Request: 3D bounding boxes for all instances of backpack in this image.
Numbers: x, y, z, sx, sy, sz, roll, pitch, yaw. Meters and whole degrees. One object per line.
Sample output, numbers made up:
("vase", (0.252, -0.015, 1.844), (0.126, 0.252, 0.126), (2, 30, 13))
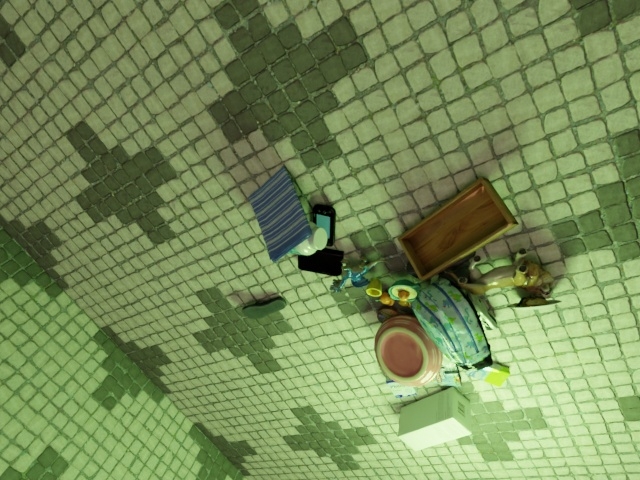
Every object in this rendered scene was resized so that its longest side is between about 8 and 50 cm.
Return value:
("backpack", (0.523, 0.322, 1.671), (0.273, 0.290, 0.356), (-17, 120, -4))

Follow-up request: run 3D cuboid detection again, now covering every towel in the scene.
("towel", (-0.175, -0.106, 1.711), (0.243, 0.040, 0.336), (-35, 67, 31))

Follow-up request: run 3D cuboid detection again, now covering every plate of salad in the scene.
("plate of salad", (0.854, 0.245, 1.658), (0.199, 0.200, 0.048), (-12, 83, 24))

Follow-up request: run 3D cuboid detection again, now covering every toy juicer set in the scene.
("toy juicer set", (0.383, 0.243, 1.816), (0.329, 0.089, 0.209), (-9, 138, 31))

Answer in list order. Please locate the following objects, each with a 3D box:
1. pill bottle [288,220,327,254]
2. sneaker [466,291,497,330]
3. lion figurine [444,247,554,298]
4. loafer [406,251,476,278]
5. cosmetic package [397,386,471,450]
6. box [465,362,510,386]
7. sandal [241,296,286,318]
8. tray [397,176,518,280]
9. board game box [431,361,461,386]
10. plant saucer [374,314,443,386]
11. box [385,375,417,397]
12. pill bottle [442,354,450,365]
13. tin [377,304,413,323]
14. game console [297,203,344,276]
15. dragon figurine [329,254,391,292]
("pill bottle", (-0.102, -0.013, 1.765), (0.264, 0.146, 0.146), (2, 125, 39))
("sneaker", (0.672, 0.328, 1.820), (0.121, 0.079, 0.217), (-30, 107, 35))
("lion figurine", (0.707, 0.150, 1.636), (0.392, 0.142, 0.240), (-6, 148, 22))
("loafer", (0.507, 0.088, 1.714), (0.302, 0.109, 0.095), (-24, 129, 37))
("cosmetic package", (0.596, 0.944, 2.179), (0.155, 0.197, 0.365), (41, 127, -12))
("box", (0.806, 0.634, 1.999), (0.178, 0.042, 0.109), (19, 125, 6))
("sandal", (-0.293, 0.351, 2.174), (0.254, 0.054, 0.097), (-16, 124, 16))
("tray", (0.508, -0.033, 1.578), (0.411, 0.076, 0.203), (-40, 66, 35))
("board game box", (0.590, 0.651, 2.071), (0.194, 0.060, 0.194), (-11, 118, 23))
("plant saucer", (0.386, 0.512, 1.892), (0.332, 0.084, 0.332), (3, 95, 35))
("box", (0.430, 0.756, 2.184), (0.126, 0.072, 0.137), (-21, 113, 28))
("pill bottle", (0.514, 0.528, 1.953), (0.278, 0.162, 0.162), (-33, 108, 31))
("tin", (0.365, 0.375, 1.978), (0.189, 0.040, 0.106), (24, 130, 2))
("game console", (0.000, 0.000, 1.845), (0.213, 0.044, 0.361), (9, 124, 12))
("dragon figurine", (0.173, 0.150, 1.848), (0.289, 0.085, 0.144), (-12, 127, 5))
